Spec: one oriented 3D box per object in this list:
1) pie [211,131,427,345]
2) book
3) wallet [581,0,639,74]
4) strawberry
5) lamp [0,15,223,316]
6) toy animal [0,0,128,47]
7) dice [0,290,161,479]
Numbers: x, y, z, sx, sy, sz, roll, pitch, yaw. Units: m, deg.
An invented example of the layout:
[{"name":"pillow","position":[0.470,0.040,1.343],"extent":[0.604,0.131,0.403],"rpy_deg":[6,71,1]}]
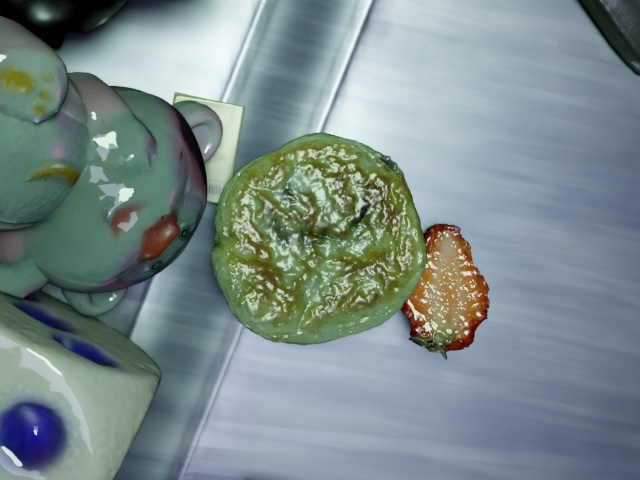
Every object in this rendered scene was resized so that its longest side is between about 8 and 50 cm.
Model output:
[{"name":"pie","position":[0.000,0.000,0.846],"extent":[0.241,0.054,0.240],"rpy_deg":[1,83,-6]},{"name":"book","position":[-0.130,-0.099,0.858],"extent":[0.077,0.014,0.110],"rpy_deg":[10,95,-8]},{"name":"wallet","position":[0.355,-0.324,0.880],"extent":[0.169,0.052,0.245],"rpy_deg":[-40,100,2]},{"name":"strawberry","position":[0.138,0.057,0.887],"extent":[0.104,0.048,0.152],"rpy_deg":[7,78,0]},{"name":"lamp","position":[-0.251,-0.071,0.726],"extent":[0.247,0.301,0.247],"rpy_deg":[29,90,35]},{"name":"toy animal","position":[-0.216,-0.303,0.710],"extent":[0.267,0.212,0.212],"rpy_deg":[-23,97,17]},{"name":"dice","position":[-0.311,0.172,0.738],"extent":[0.251,0.259,0.243],"rpy_deg":[29,89,-7]}]
